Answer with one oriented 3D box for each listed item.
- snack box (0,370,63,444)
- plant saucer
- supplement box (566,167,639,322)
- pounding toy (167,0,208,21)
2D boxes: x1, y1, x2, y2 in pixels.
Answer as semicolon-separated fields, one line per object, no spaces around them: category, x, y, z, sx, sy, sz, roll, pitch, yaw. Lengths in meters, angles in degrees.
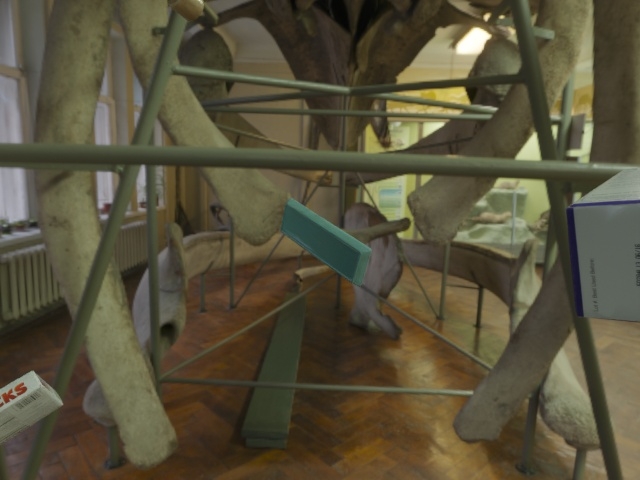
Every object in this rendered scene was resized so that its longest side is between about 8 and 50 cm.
snack box;-0.319;0.180;0.392;0.178;0.064;0.022;-32;68;-27
plant saucer;0.000;0.000;0.742;0.018;0.067;0.192;-13;36;-43
supplement box;0.345;-0.008;0.469;0.114;0.111;0.220;-1;15;44
pounding toy;-0.140;-0.370;0.622;0.181;0.206;0.094;6;-14;29
